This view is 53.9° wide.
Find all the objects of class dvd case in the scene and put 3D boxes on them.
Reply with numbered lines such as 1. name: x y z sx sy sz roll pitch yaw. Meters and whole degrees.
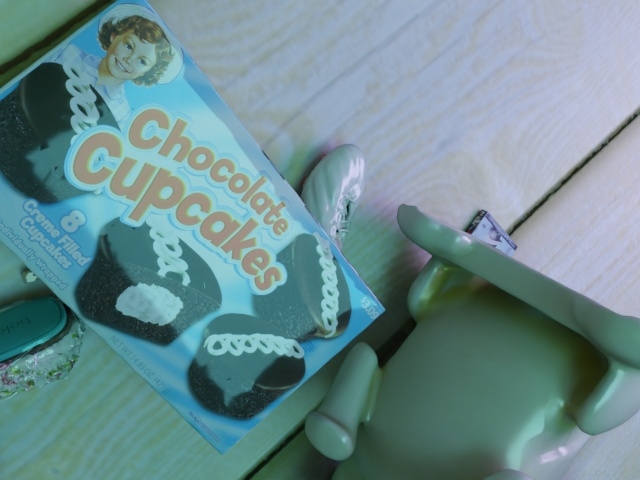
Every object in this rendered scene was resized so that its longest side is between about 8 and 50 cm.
1. dvd case: 0.190 0.032 0.786 0.087 0.013 0.119 40 84 -36

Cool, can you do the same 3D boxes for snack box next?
1. snack box: -0.112 -0.003 0.499 0.187 0.060 0.322 -41 112 -6

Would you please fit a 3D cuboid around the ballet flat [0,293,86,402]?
1. ballet flat: -0.296 0.112 0.468 0.241 0.091 0.077 -14 138 -24

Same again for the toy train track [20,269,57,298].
1. toy train track: -0.222 0.006 0.513 0.048 0.014 0.083 -15 110 -20

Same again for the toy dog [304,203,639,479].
1. toy dog: 0.145 0.213 0.694 0.408 0.285 0.395 -61 153 6

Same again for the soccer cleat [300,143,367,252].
1. soccer cleat: 0.000 0.000 0.612 0.068 0.076 0.196 28 92 -37
